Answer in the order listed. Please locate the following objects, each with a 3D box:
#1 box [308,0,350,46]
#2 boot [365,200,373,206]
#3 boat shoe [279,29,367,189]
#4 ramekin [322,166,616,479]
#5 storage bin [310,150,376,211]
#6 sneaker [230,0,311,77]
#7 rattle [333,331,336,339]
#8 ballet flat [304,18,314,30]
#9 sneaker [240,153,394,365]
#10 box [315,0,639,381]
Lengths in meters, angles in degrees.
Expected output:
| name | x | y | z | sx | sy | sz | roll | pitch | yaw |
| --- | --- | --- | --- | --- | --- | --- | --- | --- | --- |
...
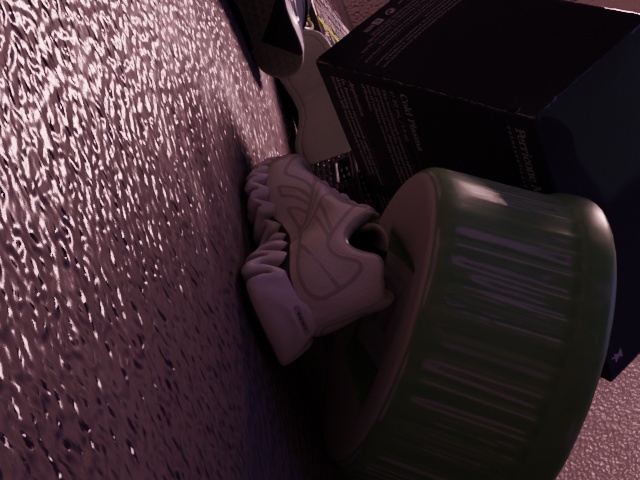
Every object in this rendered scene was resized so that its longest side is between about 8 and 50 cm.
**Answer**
| name | x | y | z | sx | sy | sz | roll | pitch | yaw |
| --- | --- | --- | --- | --- | --- | --- | --- | --- | --- |
| box | 0.013 | -0.291 | 2.061 | 0.270 | 0.060 | 0.216 | 33 | 39 | -69 |
| boot | 0.074 | -0.126 | 2.199 | 0.152 | 0.073 | 0.197 | 58 | 14 | -28 |
| boat shoe | 0.020 | -0.150 | 1.623 | 0.091 | 0.114 | 0.303 | 56 | 15 | -47 |
| ramekin | 0.113 | 0.084 | 1.084 | 0.303 | 0.148 | 0.303 | -162 | -90 | -80 |
| storage bin | 0.033 | 0.002 | 1.462 | 0.122 | 0.084 | 0.180 | -95 | 163 | -61 |
| sneaker | -0.065 | -0.331 | 1.512 | 0.163 | 0.086 | 0.226 | -83 | 164 | -50 |
| rattle | 0.070 | 0.084 | 1.334 | 0.130 | 0.142 | 0.200 | -49 | 132 | -54 |
| ballet flat | -0.064 | -0.365 | 1.737 | 0.072 | 0.068 | 0.213 | -102 | 169 | -47 |
| sneaker | 0.000 | 0.000 | 1.102 | 0.292 | 0.118 | 0.110 | -98 | 165 | -62 |
| box | 0.205 | -0.072 | 1.333 | 0.312 | 0.179 | 0.343 | 25 | -33 | 47 |
